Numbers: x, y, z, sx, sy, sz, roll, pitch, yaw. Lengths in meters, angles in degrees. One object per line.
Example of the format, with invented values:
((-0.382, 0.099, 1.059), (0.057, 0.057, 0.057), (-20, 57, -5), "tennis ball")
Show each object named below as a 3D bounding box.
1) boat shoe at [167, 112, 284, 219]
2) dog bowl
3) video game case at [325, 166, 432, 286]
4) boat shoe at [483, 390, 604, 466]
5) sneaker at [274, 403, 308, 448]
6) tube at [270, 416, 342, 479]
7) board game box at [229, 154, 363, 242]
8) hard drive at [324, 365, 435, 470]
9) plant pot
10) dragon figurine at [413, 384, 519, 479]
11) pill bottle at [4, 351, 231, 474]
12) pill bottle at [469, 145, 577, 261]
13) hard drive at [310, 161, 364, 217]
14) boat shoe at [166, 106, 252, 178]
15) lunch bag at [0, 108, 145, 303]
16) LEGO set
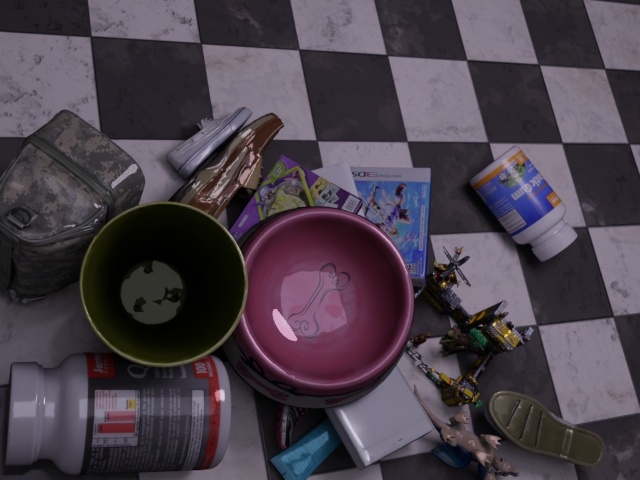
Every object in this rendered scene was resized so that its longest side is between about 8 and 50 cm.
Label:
((-0.187, -0.140, 1.687), (0.120, 0.122, 0.324), (46, 68, -8), "boat shoe")
((-0.001, 0.117, 1.497), (0.408, 0.150, 0.407), (2, 78, -9), "dog bowl")
((0.118, -0.035, 1.736), (0.245, 0.061, 0.269), (1, 66, 12), "video game case")
((0.485, 0.428, 1.759), (0.302, 0.103, 0.113), (29, 74, -12), "boat shoe")
((-0.046, 0.339, 1.583), (0.075, 0.063, 0.170), (15, 60, -11), "sneaker")
((-0.001, 0.410, 1.587), (0.207, 0.052, 0.080), (-36, 82, -27), "tube")
((-0.086, 0.011, 1.624), (0.208, 0.056, 0.346), (32, 75, 6), "board game box")
((0.082, 0.296, 1.621), (0.203, 0.040, 0.307), (-16, 67, -38), "hard drive")
((-0.293, 0.090, 1.426), (0.275, 0.293, 0.274), (2, 82, -15), "plant pot")
((0.298, 0.437, 1.683), (0.289, 0.144, 0.085), (31, 61, 12), "dragon figurine")
((-0.356, 0.303, 1.376), (0.363, 0.210, 0.210), (4, 69, -23), "pill bottle")
((0.511, -0.088, 1.943), (0.152, 0.152, 0.272), (-37, 87, -30), "pill bottle")
((0.000, 0.000, 1.678), (0.210, 0.040, 0.318), (-16, 67, 1), "hard drive")
((-0.242, -0.233, 1.708), (0.076, 0.083, 0.226), (44, 60, -4), "boat shoe")
((-0.482, -0.040, 1.408), (0.213, 0.305, 0.256), (40, 57, -1), "lunch bag")
((0.304, 0.192, 1.719), (0.255, 0.192, 0.331), (-35, 86, -30), "LEGO set")
